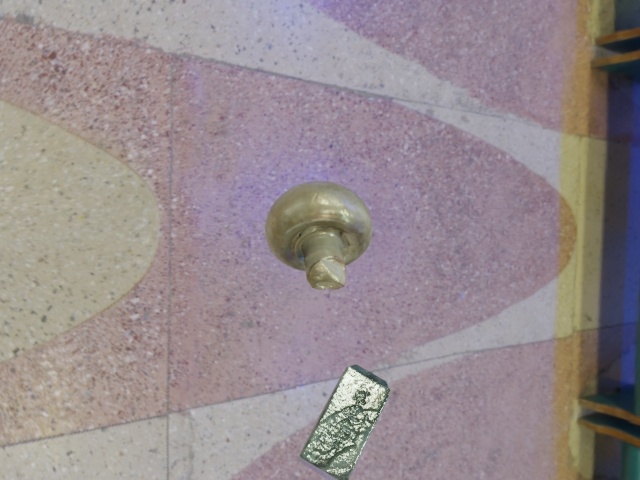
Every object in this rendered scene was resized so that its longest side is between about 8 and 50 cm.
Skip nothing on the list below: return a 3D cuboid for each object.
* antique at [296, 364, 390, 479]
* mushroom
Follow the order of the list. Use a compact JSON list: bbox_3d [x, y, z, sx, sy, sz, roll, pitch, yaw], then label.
[{"bbox_3d":[0.042,0.305,1.006,0.088,0.086,0.183,28,67,6],"label":"antique"},{"bbox_3d":[0.000,0.000,1.090,0.204,0.204,0.205,-2,94,-36],"label":"mushroom"}]
